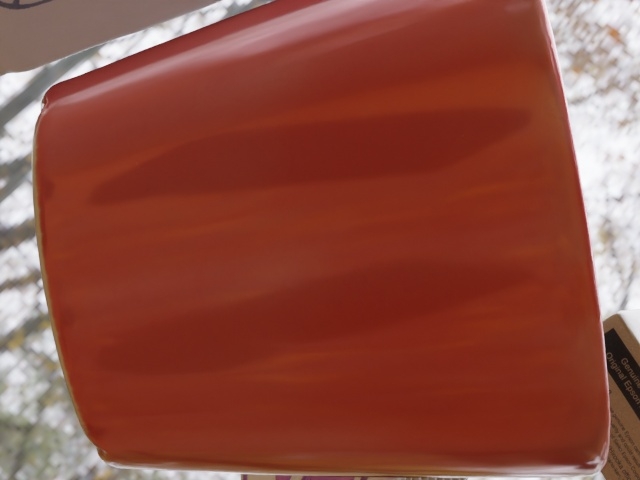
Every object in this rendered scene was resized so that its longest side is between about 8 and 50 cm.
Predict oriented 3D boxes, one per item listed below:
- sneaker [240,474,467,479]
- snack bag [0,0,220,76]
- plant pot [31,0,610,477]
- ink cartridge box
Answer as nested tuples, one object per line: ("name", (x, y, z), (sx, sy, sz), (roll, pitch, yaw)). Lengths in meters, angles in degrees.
("sneaker", (0.051, 0.080, 1.177), (0.161, 0.282, 0.102), (14, -40, 40))
("snack bag", (-0.137, -0.268, 1.163), (0.342, 0.037, 0.323), (-17, -40, 10))
("plant pot", (0.000, 0.000, 0.868), (0.243, 0.275, 0.275), (-10, -58, 3))
("ink cartridge box", (0.294, 0.152, 1.413), (0.088, 0.234, 0.193), (-39, -106, 22))
